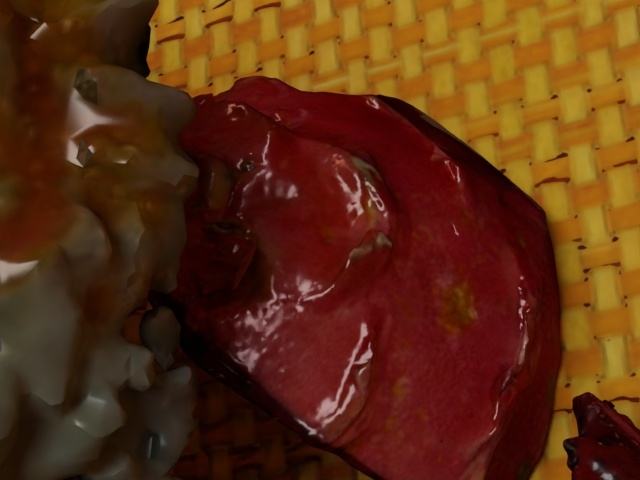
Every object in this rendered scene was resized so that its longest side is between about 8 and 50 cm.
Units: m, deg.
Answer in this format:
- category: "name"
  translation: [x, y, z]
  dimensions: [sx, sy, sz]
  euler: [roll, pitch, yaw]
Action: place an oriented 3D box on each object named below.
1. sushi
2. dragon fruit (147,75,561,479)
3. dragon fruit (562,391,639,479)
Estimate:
- category: "sushi"
  translation: [-0.182, 0.045, 0.564]
  dimensions: [0.417, 0.176, 0.417]
  euler: [31, 127, 53]
- category: "dragon fruit"
  translation: [0.000, 0.000, 0.614]
  dimensions: [0.189, 0.163, 0.261]
  euler: [-38, 56, -21]
- category: "dragon fruit"
  translation: [0.147, 0.117, 0.537]
  dimensions: [0.063, 0.097, 0.131]
  euler: [-26, 44, 13]
